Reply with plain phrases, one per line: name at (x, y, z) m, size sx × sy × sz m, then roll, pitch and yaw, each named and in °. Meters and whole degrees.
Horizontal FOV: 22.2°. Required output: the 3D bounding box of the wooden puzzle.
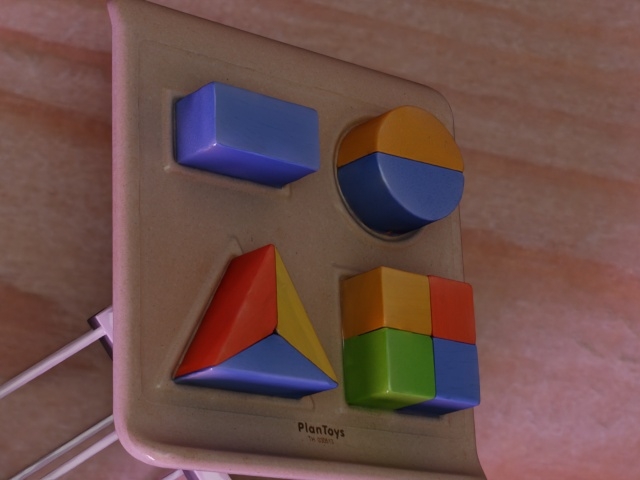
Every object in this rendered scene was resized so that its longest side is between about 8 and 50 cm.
wooden puzzle at (0.000, 0.000, 1.169) m, size 0.322 × 0.080 × 0.348 m, roll 12°, pitch 63°, yaw -38°

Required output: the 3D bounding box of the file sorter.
file sorter at (-0.147, 0.208, 1.175) m, size 0.173 × 0.193 × 0.278 m, roll -33°, pitch 92°, yaw -10°
